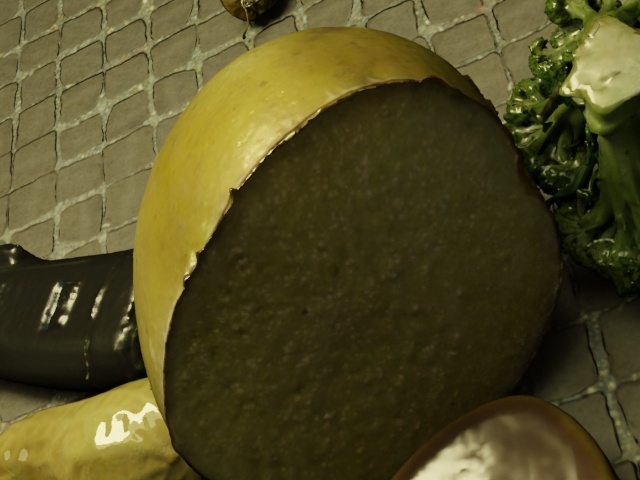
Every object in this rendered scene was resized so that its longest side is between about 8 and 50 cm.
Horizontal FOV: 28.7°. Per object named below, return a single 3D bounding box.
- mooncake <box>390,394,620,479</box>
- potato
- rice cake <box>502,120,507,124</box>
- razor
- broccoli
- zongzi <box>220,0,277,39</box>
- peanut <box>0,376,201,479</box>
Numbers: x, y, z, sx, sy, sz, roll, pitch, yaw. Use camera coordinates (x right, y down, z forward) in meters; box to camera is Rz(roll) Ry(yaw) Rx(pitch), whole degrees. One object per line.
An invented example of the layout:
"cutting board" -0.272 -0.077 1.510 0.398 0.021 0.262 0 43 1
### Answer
"mooncake" 0.169 0.255 1.111 0.234 0.117 0.235 -17 48 19
"potato" 0.000 0.000 1.224 0.319 0.385 0.442 51 126 53
"rice cake" 0.184 -0.076 1.413 0.043 0.034 0.211 30 76 40
"razor" -0.310 0.095 1.551 0.326 0.107 0.189 0 58 34
"broccoli" 0.308 -0.115 1.195 0.321 0.283 0.304 37 96 31
"zongzi" -0.157 -0.395 1.835 0.241 0.111 0.248 -16 52 32
"peanut" -0.247 0.237 1.381 0.318 0.147 0.148 -16 50 19
